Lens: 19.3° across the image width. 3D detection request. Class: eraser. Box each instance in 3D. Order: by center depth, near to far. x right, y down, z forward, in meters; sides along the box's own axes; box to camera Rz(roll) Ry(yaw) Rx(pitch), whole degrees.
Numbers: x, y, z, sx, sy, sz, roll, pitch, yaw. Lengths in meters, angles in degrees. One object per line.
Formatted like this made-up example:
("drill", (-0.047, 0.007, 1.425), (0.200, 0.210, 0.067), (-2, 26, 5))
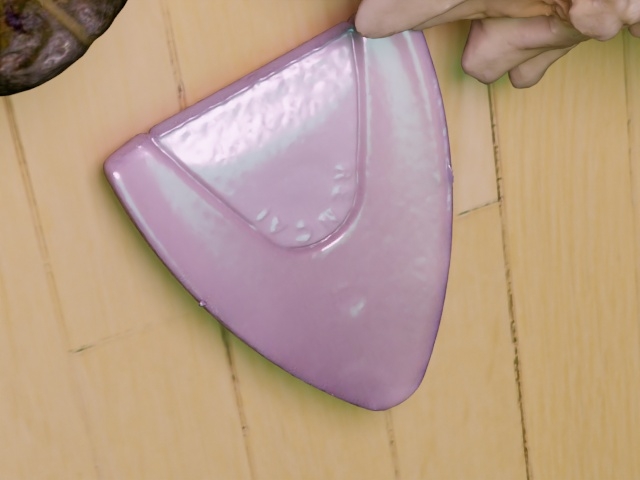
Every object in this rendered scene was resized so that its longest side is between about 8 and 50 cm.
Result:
("eraser", (-0.001, 0.000, 1.145), (0.204, 0.059, 0.243), (-29, 121, -12))

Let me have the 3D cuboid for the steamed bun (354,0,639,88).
("steamed bun", (0.142, -0.199, 1.029), (0.428, 0.189, 0.247), (37, 69, -54))

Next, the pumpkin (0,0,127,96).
("pumpkin", (-0.210, -0.201, 0.855), (0.320, 0.192, 0.321), (-11, 117, -22))
